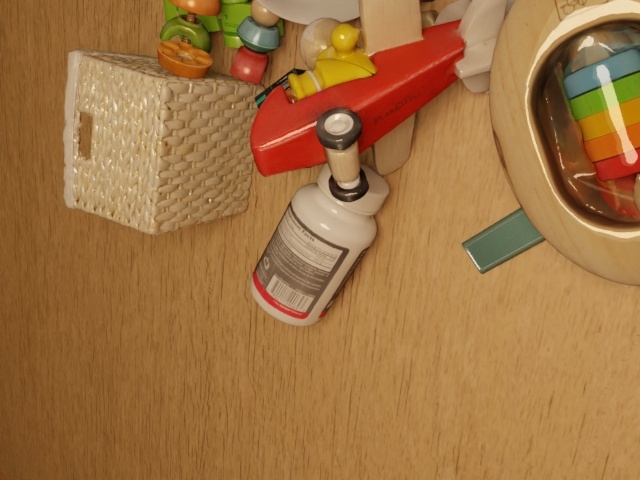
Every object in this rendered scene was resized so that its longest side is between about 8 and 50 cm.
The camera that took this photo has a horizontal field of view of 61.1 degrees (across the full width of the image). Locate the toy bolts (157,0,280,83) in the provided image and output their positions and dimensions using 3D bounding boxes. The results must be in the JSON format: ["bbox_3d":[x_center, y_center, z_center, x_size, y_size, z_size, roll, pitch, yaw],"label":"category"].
[{"bbox_3d":[-0.184,-0.402,1.014,0.229,0.218,0.158,16,126,-13],"label":"toy bolts"}]

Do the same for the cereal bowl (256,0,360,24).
[{"bbox_3d":[0.004,-0.536,0.877,0.339,0.339,0.141,-40,49,34],"label":"cereal bowl"}]

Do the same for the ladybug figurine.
[{"bbox_3d":[0.396,-0.166,0.721,0.305,0.162,0.449,-14,95,34],"label":"ladybug figurine"}]

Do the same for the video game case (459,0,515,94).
[{"bbox_3d":[0.323,-0.317,0.860,0.173,0.022,0.190,36,117,25],"label":"video game case"}]

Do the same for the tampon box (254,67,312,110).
[{"bbox_3d":[-0.034,-0.238,1.079,0.120,0.101,0.161,-24,86,37],"label":"tampon box"}]

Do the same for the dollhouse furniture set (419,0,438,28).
[{"bbox_3d":[0.154,-0.372,0.941,0.081,0.091,0.114,-30,84,51],"label":"dollhouse furniture set"}]

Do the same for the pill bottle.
[{"bbox_3d":[0.000,0.000,1.056,0.176,0.176,0.318,43,120,21],"label":"pill bottle"}]

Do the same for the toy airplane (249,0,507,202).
[{"bbox_3d":[0.085,-0.267,0.818,0.272,0.384,0.386,45,121,29],"label":"toy airplane"}]

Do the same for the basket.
[{"bbox_3d":[-0.324,-0.209,1.163,0.266,0.331,0.328,20,111,25],"label":"basket"}]

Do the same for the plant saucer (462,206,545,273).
[{"bbox_3d":[0.325,-0.010,0.909,0.192,0.018,0.067,-38,79,41],"label":"plant saucer"}]

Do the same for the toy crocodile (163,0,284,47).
[{"bbox_3d":[-0.216,-0.487,1.167,0.341,0.105,0.115,15,130,30],"label":"toy crocodile"}]
